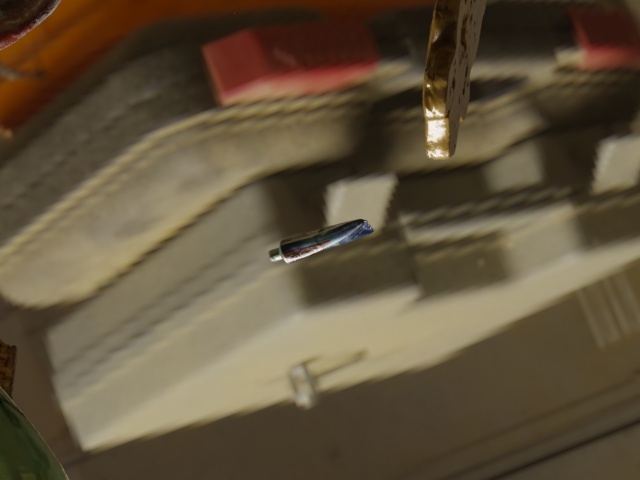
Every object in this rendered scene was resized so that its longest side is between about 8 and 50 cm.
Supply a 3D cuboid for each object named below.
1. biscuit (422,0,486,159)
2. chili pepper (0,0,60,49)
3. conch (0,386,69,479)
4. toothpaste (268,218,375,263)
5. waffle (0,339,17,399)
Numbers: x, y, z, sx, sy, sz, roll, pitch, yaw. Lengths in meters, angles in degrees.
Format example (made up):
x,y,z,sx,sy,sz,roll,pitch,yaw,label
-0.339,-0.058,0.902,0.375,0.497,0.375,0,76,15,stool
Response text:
x,y,z,sx,sy,sz,roll,pitch,yaw,label
0.135,-0.206,1.884,0.035,0.249,0.184,8,151,12,biscuit
-0.172,-0.144,1.062,0.050,0.041,0.153,-34,-154,40,chili pepper
-0.266,0.158,1.353,0.143,0.250,0.137,-1,139,-38,conch
0.000,0.000,1.353,0.083,0.019,0.027,-17,156,18,toothpaste
-0.406,0.169,2.117,0.102,0.148,0.042,14,129,-15,waffle
